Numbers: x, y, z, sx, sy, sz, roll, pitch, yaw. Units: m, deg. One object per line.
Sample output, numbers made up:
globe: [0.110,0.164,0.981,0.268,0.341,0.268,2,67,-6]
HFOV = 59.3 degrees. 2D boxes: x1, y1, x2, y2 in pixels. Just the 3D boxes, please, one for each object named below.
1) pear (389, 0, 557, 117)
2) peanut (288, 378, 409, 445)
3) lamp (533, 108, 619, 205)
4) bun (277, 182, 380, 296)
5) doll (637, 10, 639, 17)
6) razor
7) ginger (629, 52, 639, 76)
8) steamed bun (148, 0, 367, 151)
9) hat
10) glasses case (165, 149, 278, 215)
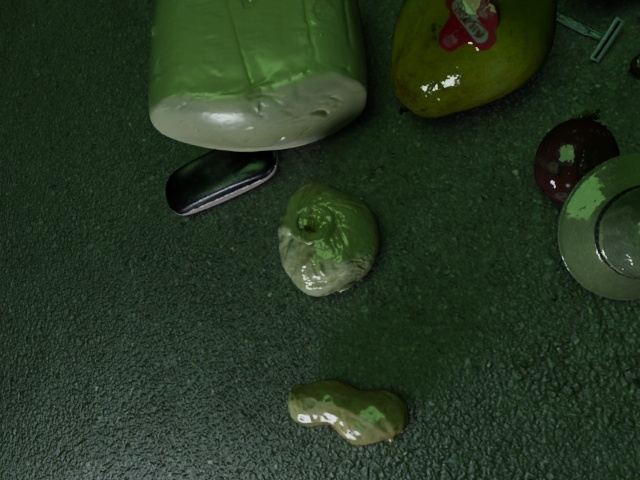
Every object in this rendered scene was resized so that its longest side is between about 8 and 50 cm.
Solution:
pear: [0.269,-0.380,1.078,0.375,0.287,0.287,-47,63,35]
peanut: [0.048,0.337,1.124,0.263,0.101,0.117,8,64,26]
lamp: [0.454,-0.140,1.016,0.157,0.156,0.135,-34,20,-15]
bun: [0.000,0.000,1.188,0.244,0.153,0.243,-6,79,29]
doll: [0.682,-0.479,1.004,0.227,0.075,0.102,-45,79,21]
razor: [0.486,-0.437,1.115,0.211,0.036,0.084,45,121,31]
ginger: [0.646,-0.338,0.998,0.162,0.073,0.103,-46,48,24]
steamed bun: [-0.131,-0.378,1.229,0.456,0.290,0.371,-5,74,3]
hat: [0.527,-0.009,0.897,0.257,0.130,0.257,1,102,3]
glasses case: [-0.245,-0.160,1.370,0.314,0.075,0.122,-22,68,18]
